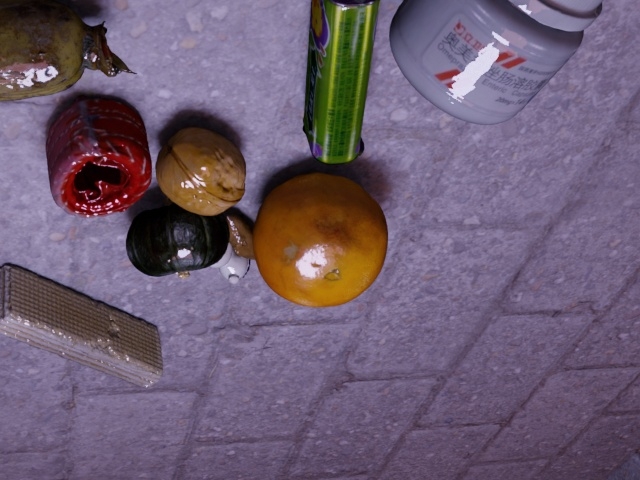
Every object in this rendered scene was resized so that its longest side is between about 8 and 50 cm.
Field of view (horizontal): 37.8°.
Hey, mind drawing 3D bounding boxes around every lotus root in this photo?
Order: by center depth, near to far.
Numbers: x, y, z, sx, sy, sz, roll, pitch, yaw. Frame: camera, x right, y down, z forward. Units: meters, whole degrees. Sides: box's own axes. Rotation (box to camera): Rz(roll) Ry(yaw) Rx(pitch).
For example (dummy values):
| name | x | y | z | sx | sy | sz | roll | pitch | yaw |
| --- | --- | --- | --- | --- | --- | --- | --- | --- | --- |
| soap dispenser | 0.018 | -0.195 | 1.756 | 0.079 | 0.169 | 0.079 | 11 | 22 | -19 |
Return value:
| name | x | y | z | sx | sy | sz | roll | pitch | yaw |
| --- | --- | --- | --- | --- | --- | --- | --- | --- | --- |
| lotus root | -0.404 | -0.274 | 1.327 | 0.278 | 0.154 | 0.154 | -4 | 144 | -10 |

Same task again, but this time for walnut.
| name | x | y | z | sx | sy | sz | roll | pitch | yaw |
| --- | --- | --- | --- | --- | --- | --- | --- | --- | --- |
| walnut | -0.203 | -0.117 | 1.612 | 0.144 | 0.144 | 0.180 | -34 | 145 | 28 |

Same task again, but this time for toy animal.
| name | x | y | z | sx | sy | sz | roll | pitch | yaw |
| --- | --- | --- | --- | --- | --- | --- | --- | --- | --- |
| toy animal | -0.203 | 0.036 | 1.885 | 0.071 | 0.085 | 0.124 | -13 | 144 | 32 |

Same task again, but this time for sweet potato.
| name | x | y | z | sx | sy | sz | roll | pitch | yaw |
| --- | --- | --- | --- | --- | --- | --- | --- | --- | --- |
| sweet potato | -0.149 | 0.004 | 1.862 | 0.060 | 0.068 | 0.206 | 0 | 157 | 26 |

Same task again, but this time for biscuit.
| name | x | y | z | sx | sy | sz | roll | pitch | yaw |
| --- | --- | --- | --- | --- | --- | --- | --- | --- | --- |
| biscuit | -0.495 | 0.188 | 1.944 | 0.078 | 0.144 | 0.426 | -32 | 141 | 24 |

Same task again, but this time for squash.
| name | x | y | z | sx | sy | sz | roll | pitch | yaw |
| --- | --- | --- | --- | --- | --- | --- | --- | --- | --- |
| squash | -0.262 | -0.005 | 1.723 | 0.193 | 0.193 | 0.156 | -6 | 110 | -10 |

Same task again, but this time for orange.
| name | x | y | z | sx | sy | sz | roll | pitch | yaw |
| --- | --- | --- | --- | --- | --- | --- | --- | --- | --- |
| orange | 0.000 | 0.000 | 1.755 | 0.261 | 0.261 | 0.261 | -8 | 145 | -6 |

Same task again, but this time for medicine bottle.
| name | x | y | z | sx | sy | sz | roll | pitch | yaw |
| --- | --- | --- | --- | --- | --- | --- | --- | --- | --- |
| medicine bottle | 0.269 | -0.345 | 1.345 | 0.245 | 0.245 | 0.306 | 10 | 138 | -29 |

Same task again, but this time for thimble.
| name | x | y | z | sx | sy | sz | roll | pitch | yaw |
| --- | --- | --- | --- | --- | --- | --- | --- | --- | --- |
| thimble | -0.366 | -0.133 | 1.549 | 0.163 | 0.125 | 0.189 | 4 | 142 | -27 |

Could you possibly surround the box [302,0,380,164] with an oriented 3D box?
| name | x | y | z | sx | sy | sz | roll | pitch | yaw |
| --- | --- | --- | --- | --- | --- | --- | --- | --- | --- |
| box | 0.032 | -0.276 | 1.465 | 0.097 | 0.134 | 0.345 | -8 | 144 | -10 |
